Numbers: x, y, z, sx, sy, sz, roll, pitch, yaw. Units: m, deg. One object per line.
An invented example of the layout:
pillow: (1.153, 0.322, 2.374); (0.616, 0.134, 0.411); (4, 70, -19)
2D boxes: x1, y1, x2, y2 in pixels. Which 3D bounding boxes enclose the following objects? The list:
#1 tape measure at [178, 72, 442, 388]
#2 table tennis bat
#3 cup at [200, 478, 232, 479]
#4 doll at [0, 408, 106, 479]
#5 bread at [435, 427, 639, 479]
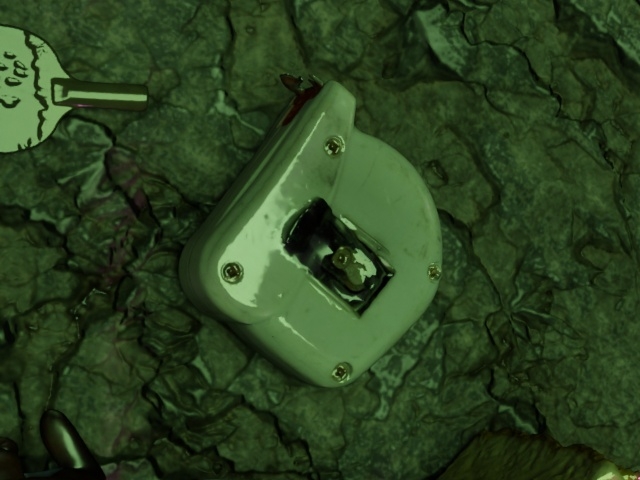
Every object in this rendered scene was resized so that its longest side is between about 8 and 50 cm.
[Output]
tape measure: (0.000, 0.000, 1.263); (0.265, 0.130, 0.258); (39, 73, -16)
table tennis bat: (-0.289, -0.148, 1.212); (0.234, 0.022, 0.131); (2, 86, -19)
cup: (-0.061, 0.390, 1.145); (0.357, 0.259, 0.274); (45, 75, -24)
doll: (-0.352, 0.303, 1.094); (0.340, 0.209, 0.318); (4, 54, -23)
bread: (0.241, 0.360, 1.266); (0.207, 0.279, 0.279); (-43, 106, -16)
